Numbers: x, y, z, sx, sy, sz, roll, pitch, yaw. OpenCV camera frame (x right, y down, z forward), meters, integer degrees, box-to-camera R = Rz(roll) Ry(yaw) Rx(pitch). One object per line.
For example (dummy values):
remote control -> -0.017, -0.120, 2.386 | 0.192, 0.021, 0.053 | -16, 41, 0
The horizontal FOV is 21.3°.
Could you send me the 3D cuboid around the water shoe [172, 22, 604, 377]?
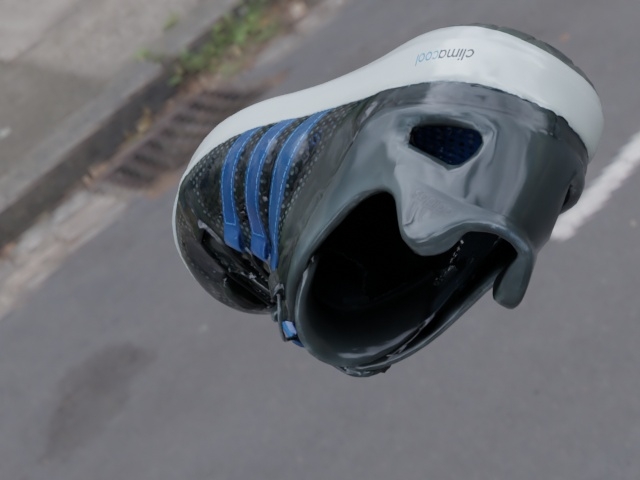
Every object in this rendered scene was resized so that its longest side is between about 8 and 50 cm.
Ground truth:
water shoe -> 0.000, 0.000, 0.510 | 0.203, 0.073, 0.080 | -31, 32, 57
